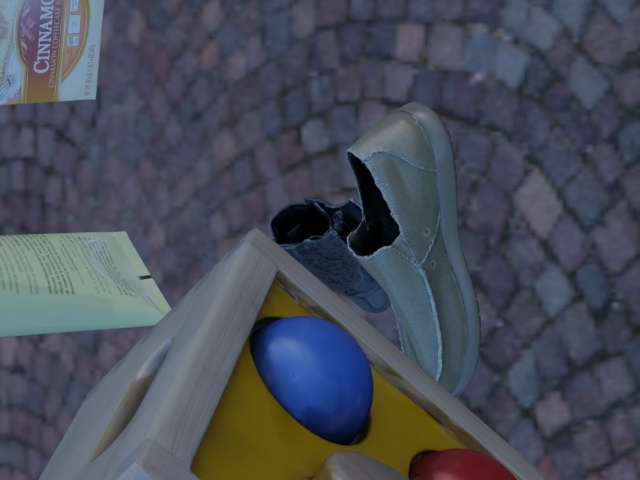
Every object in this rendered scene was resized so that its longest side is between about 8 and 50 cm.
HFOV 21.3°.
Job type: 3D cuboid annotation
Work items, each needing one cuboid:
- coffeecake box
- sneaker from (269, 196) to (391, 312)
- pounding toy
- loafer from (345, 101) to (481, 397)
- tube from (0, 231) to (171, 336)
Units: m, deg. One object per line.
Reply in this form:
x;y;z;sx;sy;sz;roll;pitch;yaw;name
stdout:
-0.268;-0.181;1.336;0.068;0.185;0.142;-124;35;-47;coffeecake box
-0.002;0.002;1.122;0.051;0.089;0.170;-54;29;-13;sneaker
0.007;0.080;0.375;0.130;0.141;0.100;41;116;-9;pounding toy
0.040;0.009;0.820;0.056;0.050;0.148;-158;56;-67;loafer
-0.205;0.029;0.986;0.062;0.240;0.070;-23;74;57;tube
